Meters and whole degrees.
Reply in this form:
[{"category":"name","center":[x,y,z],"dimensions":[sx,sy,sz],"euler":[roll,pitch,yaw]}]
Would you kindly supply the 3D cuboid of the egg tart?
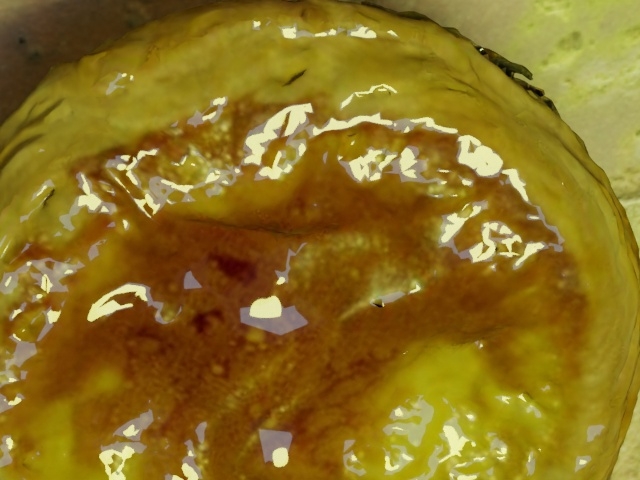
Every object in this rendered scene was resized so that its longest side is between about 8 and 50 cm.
[{"category":"egg tart","center":[-0.027,0.058,1.081],"dimensions":[0.443,0.178,0.443],"euler":[-3,111,-8]}]
